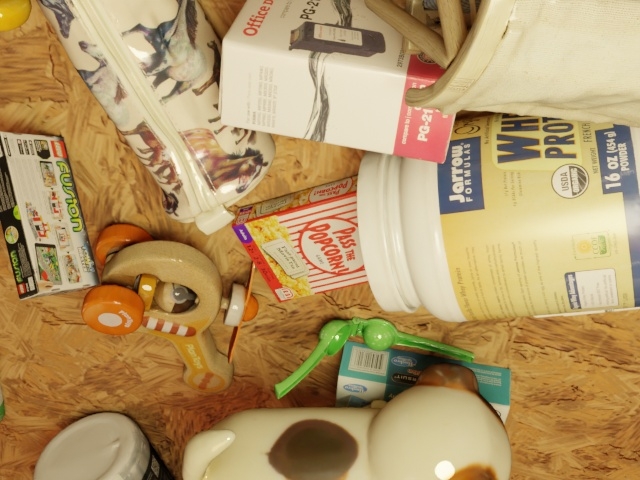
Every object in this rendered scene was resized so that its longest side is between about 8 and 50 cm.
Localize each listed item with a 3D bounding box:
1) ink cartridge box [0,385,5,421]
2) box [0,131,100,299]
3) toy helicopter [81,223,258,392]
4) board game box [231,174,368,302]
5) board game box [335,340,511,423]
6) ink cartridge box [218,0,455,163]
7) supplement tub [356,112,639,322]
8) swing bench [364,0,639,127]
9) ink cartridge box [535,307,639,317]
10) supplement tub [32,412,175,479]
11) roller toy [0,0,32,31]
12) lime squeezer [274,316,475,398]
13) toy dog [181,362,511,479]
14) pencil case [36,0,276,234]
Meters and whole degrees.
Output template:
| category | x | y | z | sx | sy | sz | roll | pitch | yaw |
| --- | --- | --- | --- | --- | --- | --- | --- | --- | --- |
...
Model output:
| category | x | y | z | sx | sy | sz | roll | pitch | yaw |
| --- | --- | --- | --- | --- | --- | --- | --- | --- | --- |
| ink cartridge box | -0.629 | 0.285 | 1.445 | 0.086 | 0.153 | 0.208 | 14 | 130 | 3 |
| box | -0.355 | -0.033 | 1.066 | 0.036 | 0.114 | 0.207 | -17 | 85 | 25 |
| toy helicopter | -0.186 | 0.121 | 1.242 | 0.235 | 0.140 | 0.355 | -6 | 139 | 7 |
| board game box | 0.000 | 0.000 | 1.121 | 0.193 | 0.045 | 0.147 | -15 | 125 | 23 |
| board game box | 0.146 | 0.321 | 1.337 | 0.253 | 0.079 | 0.336 | 9 | 131 | 6 |
| ink cartridge box | 0.028 | -0.185 | 0.874 | 0.237 | 0.172 | 0.100 | 11 | 131 | 5 |
| supplement tub | 0.217 | -0.029 | 0.924 | 0.316 | 0.228 | 0.228 | -7 | 128 | 18 |
| swing bench | 0.200 | -0.195 | 0.724 | 0.253 | 0.255 | 0.165 | 4 | 134 | -17 |
| ink cartridge box | 0.353 | 0.036 | 1.057 | 0.180 | 0.060 | 0.104 | -7 | 128 | 19 |
| supplement tub | -0.357 | 0.493 | 1.518 | 0.207 | 0.207 | 0.338 | -8 | 127 | 19 |
| roller toy | -0.438 | -0.288 | 0.890 | 0.191 | 0.209 | 0.146 | 44 | 135 | 22 |
| lime squeezer | 0.069 | 0.152 | 1.205 | 0.310 | 0.110 | 0.059 | -5 | 116 | -22 |
| toy dog | 0.053 | 0.305 | 1.126 | 0.407 | 0.285 | 0.395 | -16 | 128 | 18 |
| pencil case | -0.195 | -0.206 | 0.905 | 0.159 | 0.183 | 0.410 | -14 | 126 | 23 |
